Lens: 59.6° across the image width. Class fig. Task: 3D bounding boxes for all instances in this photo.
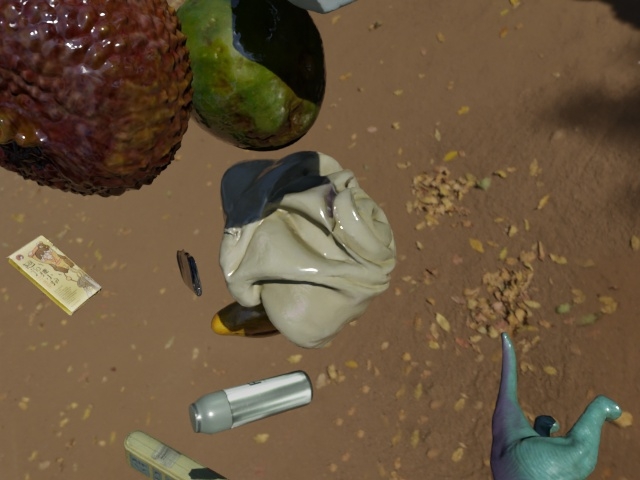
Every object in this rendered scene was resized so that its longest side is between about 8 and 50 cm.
[{"bbox_3d":[-0.103,-0.201,0.668,0.245,0.195,0.195,8,66,51],"label":"fig"}]

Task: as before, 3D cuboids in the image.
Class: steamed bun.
[{"bbox_3d":[0.000,0.000,1.018,0.255,0.342,0.368,-26,53,37],"label":"steamed bun"}]

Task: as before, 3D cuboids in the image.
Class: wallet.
[{"bbox_3d":[-0.261,0.061,1.105,0.018,0.082,0.156,-13,7,-21],"label":"wallet"}]

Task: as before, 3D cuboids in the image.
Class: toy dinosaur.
[{"bbox_3d":[0.214,0.303,0.574,0.331,0.129,0.383,-19,56,-30],"label":"toy dinosaur"}]

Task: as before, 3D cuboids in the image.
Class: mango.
[{"bbox_3d":[-0.135,0.189,1.463,0.120,0.295,0.177,61,146,14],"label":"mango"}]

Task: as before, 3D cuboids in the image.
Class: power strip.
[{"bbox_3d":[-0.253,0.523,1.174,0.387,0.092,0.066,22,39,15],"label":"power strip"}]

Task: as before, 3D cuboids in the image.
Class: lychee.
[{"bbox_3d":[-0.191,-0.130,0.437,0.194,0.194,0.194,-17,53,25],"label":"lychee"}]

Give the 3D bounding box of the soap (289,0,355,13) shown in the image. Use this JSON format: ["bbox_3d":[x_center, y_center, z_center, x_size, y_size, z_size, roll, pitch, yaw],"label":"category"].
[{"bbox_3d":[0.017,-0.345,0.473,0.173,0.095,0.289,-18,62,18],"label":"soap"}]

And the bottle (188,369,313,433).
[{"bbox_3d":[-0.141,0.333,1.150,0.096,0.253,0.079,-47,57,56],"label":"bottle"}]

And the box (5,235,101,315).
[{"bbox_3d":[-0.465,0.058,0.978,0.020,0.149,0.073,-46,4,44],"label":"box"}]
